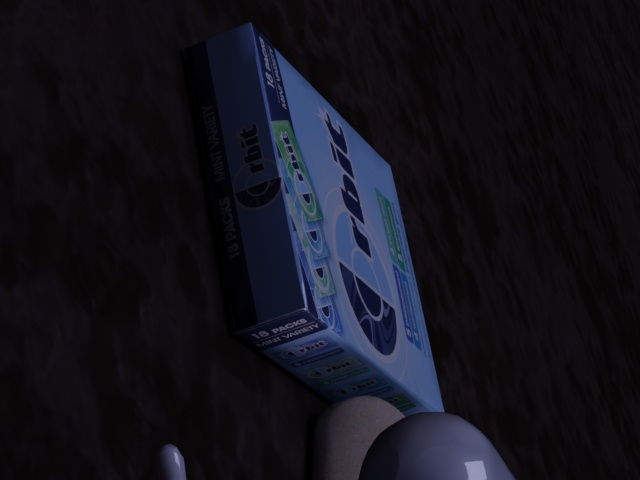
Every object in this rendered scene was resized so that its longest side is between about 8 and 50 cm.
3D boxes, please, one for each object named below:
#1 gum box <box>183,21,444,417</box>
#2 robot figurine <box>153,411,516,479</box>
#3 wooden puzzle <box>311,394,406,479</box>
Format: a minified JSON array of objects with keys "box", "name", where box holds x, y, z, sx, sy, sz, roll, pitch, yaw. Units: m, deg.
[{"box":[0.000,0.000,0.977,0.184,0.041,0.157,41,34,-57],"name":"gum box"},{"box":[0.017,0.198,0.523,0.353,0.200,0.300,54,40,-43],"name":"robot figurine"},{"box":[0.100,0.283,0.905,0.322,0.080,0.348,-87,152,-52],"name":"wooden puzzle"}]
